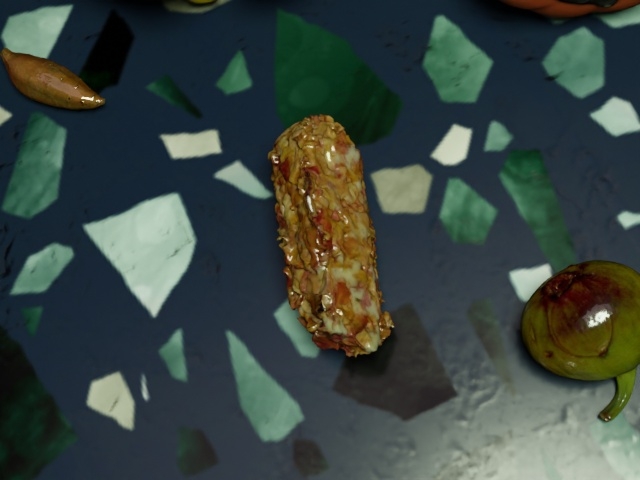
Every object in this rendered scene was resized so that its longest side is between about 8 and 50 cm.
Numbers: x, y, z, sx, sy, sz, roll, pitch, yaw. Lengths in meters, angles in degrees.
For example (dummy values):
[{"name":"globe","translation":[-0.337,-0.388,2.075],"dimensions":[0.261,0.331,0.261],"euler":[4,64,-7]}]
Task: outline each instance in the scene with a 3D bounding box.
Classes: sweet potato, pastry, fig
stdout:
[{"name":"sweet potato","translation":[-0.206,-0.119,0.837],"dimensions":[0.095,0.034,0.034],"euler":[26,78,15]},{"name":"pastry","translation":[0.002,0.001,0.752],"dimensions":[0.063,0.087,0.169],"euler":[-21,68,36]},{"name":"fig","translation":[0.184,0.060,0.721],"dimensions":[0.098,0.082,0.084],"euler":[48,65,-22]}]

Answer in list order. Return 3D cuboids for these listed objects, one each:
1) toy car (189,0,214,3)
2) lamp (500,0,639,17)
[{"name":"toy car","translation":[-0.084,-0.261,0.807],"dimensions":[0.248,0.142,0.200],"euler":[-4,73,-4]},{"name":"lamp","translation":[0.181,-0.248,0.749],"dimensions":[0.187,0.187,0.164],"euler":[-7,72,5]}]
